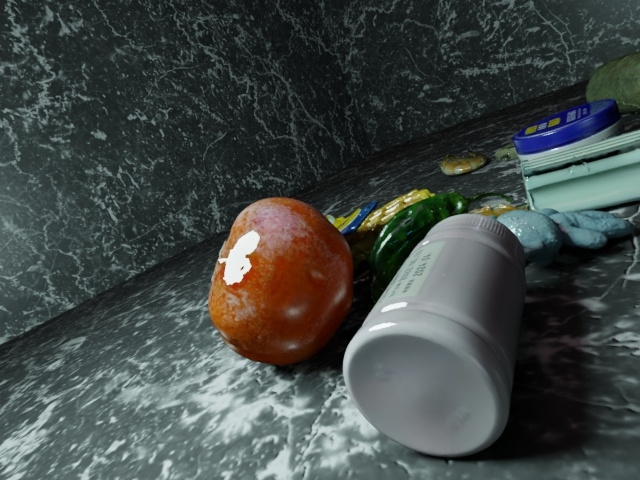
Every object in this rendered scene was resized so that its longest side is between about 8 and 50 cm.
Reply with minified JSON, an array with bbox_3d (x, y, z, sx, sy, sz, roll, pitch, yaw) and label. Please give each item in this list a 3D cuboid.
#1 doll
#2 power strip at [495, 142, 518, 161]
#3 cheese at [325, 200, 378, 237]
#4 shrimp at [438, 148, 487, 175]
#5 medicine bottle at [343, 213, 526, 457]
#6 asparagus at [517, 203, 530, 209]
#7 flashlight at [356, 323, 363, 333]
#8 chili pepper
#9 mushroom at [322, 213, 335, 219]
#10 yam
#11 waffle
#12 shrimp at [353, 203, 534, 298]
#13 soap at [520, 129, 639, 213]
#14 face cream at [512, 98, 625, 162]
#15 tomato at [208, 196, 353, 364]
[{"bbox_3d":[0.315,-0.002,0.566,0.180,0.075,0.120,2,17,-8],"label":"doll"},{"bbox_3d":[0.622,-0.290,1.272,0.268,0.034,0.092,-29,14,-24],"label":"power strip"},{"bbox_3d":[0.000,0.000,0.769,0.270,0.069,0.177,-27,15,48],"label":"cheese"},{"bbox_3d":[0.467,-0.264,1.394,0.146,0.059,0.254,-17,14,15],"label":"shrimp"},{"bbox_3d":[0.130,0.071,0.421,0.134,0.133,0.250,-15,16,35],"label":"medicine bottle"},{"bbox_3d":[0.338,-0.046,0.803,0.115,0.015,0.014,-19,15,17],"label":"asparagus"},{"bbox_3d":[0.063,0.128,0.497,0.051,0.051,0.129,-24,9,-4],"label":"flashlight"},{"bbox_3d":[0.149,-0.005,0.630,0.279,0.065,0.122,-44,60,-10],"label":"chili pepper"},{"bbox_3d":[-0.031,-0.030,1.227,0.116,0.093,0.225,-40,4,41],"label":"mushroom"},{"bbox_3d":[0.856,-0.422,1.129,0.168,0.167,0.304,-21,11,10],"label":"yam"},{"bbox_3d":[0.089,0.000,0.830,0.301,0.058,0.281,-31,10,48],"label":"waffle"},{"bbox_3d":[0.196,0.029,0.657,0.317,0.062,0.164,-25,20,-1],"label":"shrimp"},{"bbox_3d":[0.462,-0.112,0.680,0.262,0.094,0.150,-15,11,27],"label":"soap"},{"bbox_3d":[0.545,-0.218,0.932,0.206,0.111,0.206,-23,12,5],"label":"face cream"},{"bbox_3d":[-0.046,0.055,0.584,0.189,0.231,0.232,16,13,-4],"label":"tomato"}]
